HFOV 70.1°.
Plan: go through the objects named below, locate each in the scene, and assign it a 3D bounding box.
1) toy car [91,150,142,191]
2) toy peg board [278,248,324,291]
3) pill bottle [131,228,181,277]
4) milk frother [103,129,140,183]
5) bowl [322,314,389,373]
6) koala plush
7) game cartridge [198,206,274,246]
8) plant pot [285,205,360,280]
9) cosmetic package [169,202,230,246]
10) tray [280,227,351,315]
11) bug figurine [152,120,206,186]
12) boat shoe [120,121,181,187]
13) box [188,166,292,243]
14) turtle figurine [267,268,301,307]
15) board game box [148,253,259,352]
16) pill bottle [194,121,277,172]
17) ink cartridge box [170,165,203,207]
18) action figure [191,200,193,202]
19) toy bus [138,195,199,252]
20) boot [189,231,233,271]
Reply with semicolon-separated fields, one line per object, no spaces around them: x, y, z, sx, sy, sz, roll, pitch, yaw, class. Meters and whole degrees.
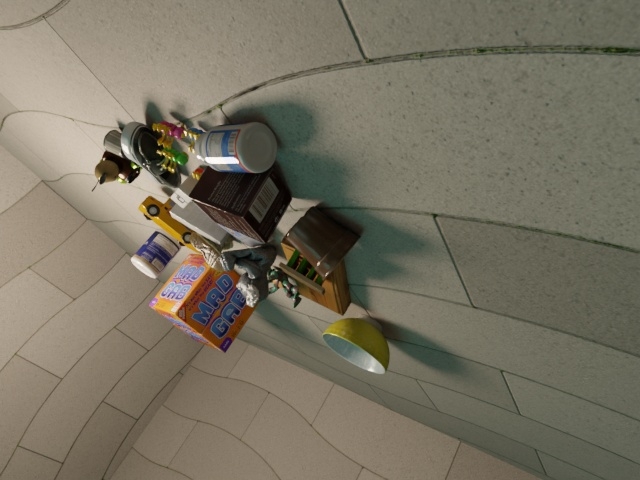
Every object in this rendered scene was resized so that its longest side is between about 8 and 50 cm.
-0.783;-0.252;1.717;0.155;0.188;0.149;-24;121;38;toy car
-0.041;0.100;1.489;0.161;0.079;0.160;31;172;7;toy peg board
-0.777;0.040;2.222;0.153;0.265;0.153;27;154;14;pill bottle
-0.702;-0.297;1.634;0.135;0.143;0.129;25;162;13;milk frother
0.167;0.393;1.837;0.289;0.156;0.289;28;156;13;bowl
-0.256;0.138;1.753;0.203;0.221;0.196;-8;179;8;koala plush
-0.322;-0.082;1.672;0.297;0.062;0.198;40;152;-18;game cartridge
0.000;0.000;1.312;0.165;0.167;0.167;40;157;3;plant pot
-0.468;-0.080;1.812;0.239;0.099;0.060;31;159;7;cosmetic package
-0.007;0.128;1.657;0.203;0.076;0.411;24;155;21;tray
-0.397;-0.269;1.387;0.216;0.072;0.279;25;151;4;bug figurine
-0.548;-0.282;1.534;0.119;0.121;0.335;21;166;8;boat shoe
-0.223;-0.124;1.306;0.203;0.168;0.167;22;164;26;box
-0.182;0.180;1.921;0.234;0.118;0.175;32;161;19;turtle figurine
-0.610;0.325;2.438;0.356;0.356;0.356;1;141;50;board game box
-0.225;-0.237;1.173;0.221;0.124;0.124;11;148;44;pill bottle
-0.447;-0.182;1.574;0.063;0.109;0.150;43;155;-16;ink cartridge box
-0.300;-0.116;1.469;0.232;0.063;0.137;10;136;-1;action figure
-0.602;-0.075;1.948;0.332;0.130;0.108;41;156;-17;toy bus
-0.410;0.036;1.866;0.213;0.077;0.165;42;-155;22;boot
